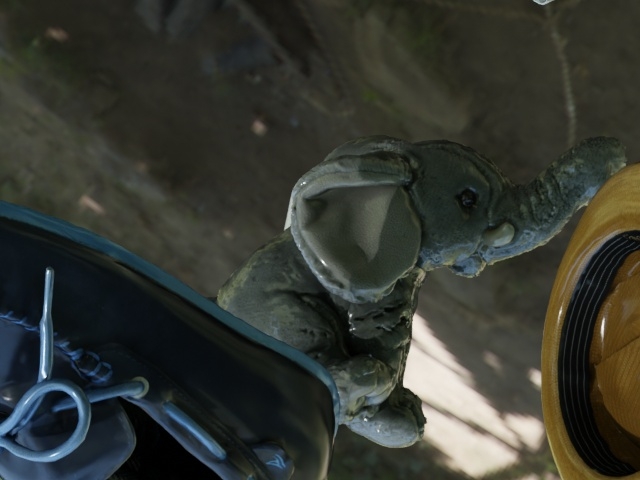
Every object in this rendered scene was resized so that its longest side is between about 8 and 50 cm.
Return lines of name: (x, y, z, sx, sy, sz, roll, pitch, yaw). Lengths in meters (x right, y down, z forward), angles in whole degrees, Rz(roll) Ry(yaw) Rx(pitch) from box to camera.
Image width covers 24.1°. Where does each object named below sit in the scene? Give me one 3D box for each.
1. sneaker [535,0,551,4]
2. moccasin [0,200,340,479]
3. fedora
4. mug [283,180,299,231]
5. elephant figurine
sneaker: (0.203, -0.292, 1.242, 0.153, 0.094, 0.235, 52, 139, 17)
moccasin: (-0.113, 0.074, 0.728, 0.342, 0.117, 0.137, 25, 148, -34)
fedora: (0.173, 0.055, 0.708, 0.079, 0.194, 0.194, 6, 171, -16)
mug: (-0.003, -0.003, 1.131, 0.062, 0.078, 0.064, 24, 139, -2)
elephant figurine: (0.046, -0.003, 0.980, 0.186, 0.239, 0.169, 19, -170, -35)
